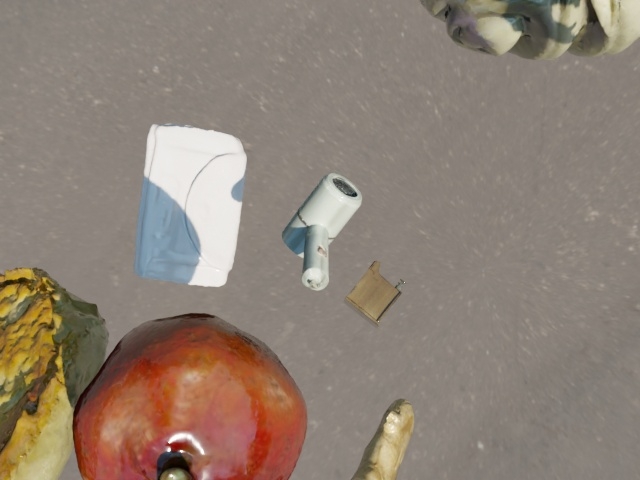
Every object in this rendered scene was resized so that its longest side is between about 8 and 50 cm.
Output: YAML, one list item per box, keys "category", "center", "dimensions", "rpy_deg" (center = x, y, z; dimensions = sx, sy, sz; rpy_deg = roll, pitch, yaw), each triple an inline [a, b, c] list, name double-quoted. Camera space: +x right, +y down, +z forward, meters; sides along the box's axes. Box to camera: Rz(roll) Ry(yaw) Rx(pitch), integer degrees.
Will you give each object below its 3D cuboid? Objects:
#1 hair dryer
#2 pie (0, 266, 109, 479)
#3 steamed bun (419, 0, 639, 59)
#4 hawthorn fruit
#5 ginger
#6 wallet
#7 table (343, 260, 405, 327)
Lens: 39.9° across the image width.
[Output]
- category: "hair dryer"
  center: [0.000, 0.000, 0.837]
  dimensions: [0.047, 0.137, 0.082]
  rpy_deg: [30, 119, -15]
- category: "pie"
  center: [-0.321, 0.163, 0.765]
  dimensions: [0.315, 0.092, 0.315]
  rpy_deg: [-18, 42, 17]
- category: "steamed bun"
  center: [0.260, -0.356, 1.124]
  dimensions: [0.352, 0.339, 0.247]
  rpy_deg: [38, 66, -23]
- category: "hawthorn fruit"
  center: [-0.091, 0.132, 0.629]
  dimensions: [0.169, 0.188, 0.169]
  rpy_deg: [0, 88, -7]
- category: "ginger"
  center: [0.046, 0.334, 1.069]
  dimensions: [0.081, 0.148, 0.333]
  rpy_deg: [4, 54, 41]
- category: "wallet"
  center: [-0.148, -0.040, 1.018]
  dimensions: [0.124, 0.032, 0.182]
  rpy_deg: [8, 89, -30]
- category: "table"
  center: [0.090, 0.087, 1.421]
  dimensions: [0.070, 0.083, 0.082]
  rpy_deg: [38, 84, 6]
